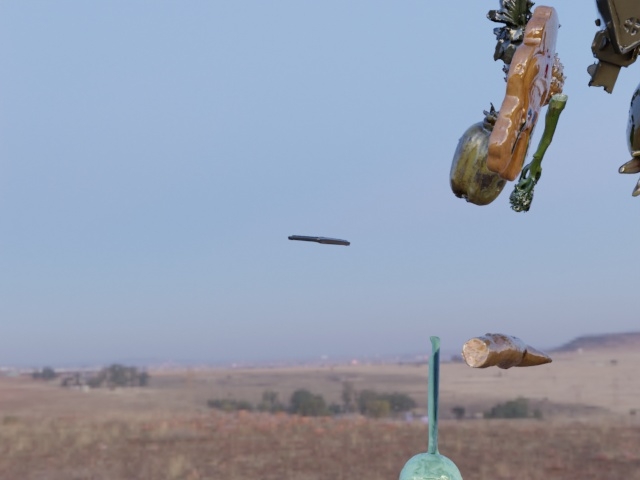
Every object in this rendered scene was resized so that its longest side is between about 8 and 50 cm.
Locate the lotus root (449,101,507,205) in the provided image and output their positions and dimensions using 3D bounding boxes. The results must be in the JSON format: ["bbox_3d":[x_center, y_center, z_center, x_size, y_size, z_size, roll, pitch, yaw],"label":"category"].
[{"bbox_3d":[0.400,-0.212,2.231,0.154,0.278,0.154,9,30,-5],"label":"lotus root"}]

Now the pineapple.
[{"bbox_3d":[0.489,-0.460,2.180,0.170,0.141,0.310,-23,-46,12],"label":"pineapple"}]

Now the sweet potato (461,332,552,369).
[{"bbox_3d":[0.323,0.191,1.590,0.067,0.059,0.281,-20,-16,27],"label":"sweet potato"}]

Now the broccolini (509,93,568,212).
[{"bbox_3d":[0.355,-0.144,1.543,0.057,0.071,0.254,-14,-41,-14],"label":"broccolini"}]

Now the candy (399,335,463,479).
[{"bbox_3d":[0.217,0.346,1.766,0.119,0.440,0.119,5,-51,6],"label":"candy"}]

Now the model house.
[{"bbox_3d":[0.558,-0.370,1.618,0.204,0.243,0.211,21,16,5],"label":"model house"}]

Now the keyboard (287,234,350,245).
[{"bbox_3d":[0.000,0.000,1.386,0.053,0.010,0.155,4,-1,18],"label":"keyboard"}]

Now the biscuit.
[{"bbox_3d":[0.391,-0.276,1.741,0.047,0.334,0.202,15,-2,25],"label":"biscuit"}]

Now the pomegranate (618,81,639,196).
[{"bbox_3d":[0.735,-0.208,1.800,0.290,0.323,0.291,14,-44,14],"label":"pomegranate"}]
